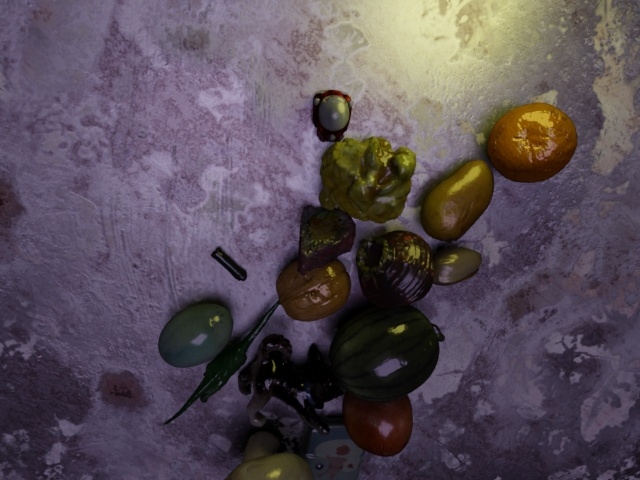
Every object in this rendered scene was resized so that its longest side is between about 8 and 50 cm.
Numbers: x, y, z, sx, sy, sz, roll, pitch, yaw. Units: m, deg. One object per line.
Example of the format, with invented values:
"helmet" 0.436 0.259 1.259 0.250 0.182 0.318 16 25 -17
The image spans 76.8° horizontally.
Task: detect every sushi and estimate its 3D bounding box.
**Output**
"sushi" 0.020 0.000 1.131 0.161 0.241 0.107 5 128 -3

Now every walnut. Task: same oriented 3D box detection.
"walnut" -0.021 0.137 1.196 0.226 0.193 0.193 -18 109 2

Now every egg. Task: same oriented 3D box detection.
"egg" -0.371 0.282 1.209 0.236 0.169 0.169 -33 109 8

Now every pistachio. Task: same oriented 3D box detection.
"pistachio" 0.412 0.081 1.254 0.185 0.124 0.124 -12 109 -5

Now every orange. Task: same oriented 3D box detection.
"orange" 0.582 -0.268 1.118 0.219 0.193 0.219 20 124 33

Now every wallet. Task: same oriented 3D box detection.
"wallet" 0.035 0.798 1.475 0.252 0.083 0.360 7 107 -14

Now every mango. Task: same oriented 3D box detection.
"mango" 0.405 -0.115 1.188 0.167 0.130 0.262 42 93 -12

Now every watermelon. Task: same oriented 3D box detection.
"watermelon" 0.206 0.333 1.234 0.359 0.279 0.279 -25 109 -5

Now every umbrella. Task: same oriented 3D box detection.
"umbrella" -0.276 0.076 1.226 0.036 0.031 0.133 -32 111 32

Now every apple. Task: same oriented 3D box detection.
"apple" 0.190 0.577 1.323 0.254 0.253 0.253 -2 108 -6

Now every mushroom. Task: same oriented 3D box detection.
"mushroom" -0.160 0.805 1.283 0.315 0.356 0.315 -2 80 13

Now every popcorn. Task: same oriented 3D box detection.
"popcorn" 0.118 -0.167 1.090 0.250 0.235 0.241 8 126 4

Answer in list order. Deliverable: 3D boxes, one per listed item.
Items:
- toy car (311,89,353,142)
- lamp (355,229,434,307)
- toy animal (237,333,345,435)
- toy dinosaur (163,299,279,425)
"toy car" 0.034 -0.331 1.081 0.112 0.112 0.139 1 108 -7
"lamp" 0.212 0.080 1.177 0.247 0.247 0.247 -2 108 -6
"toy animal" -0.071 0.443 1.285 0.344 0.194 0.302 14 112 -16
"toy dinosaur" -0.261 0.350 1.202 0.087 0.447 0.301 43 131 1
